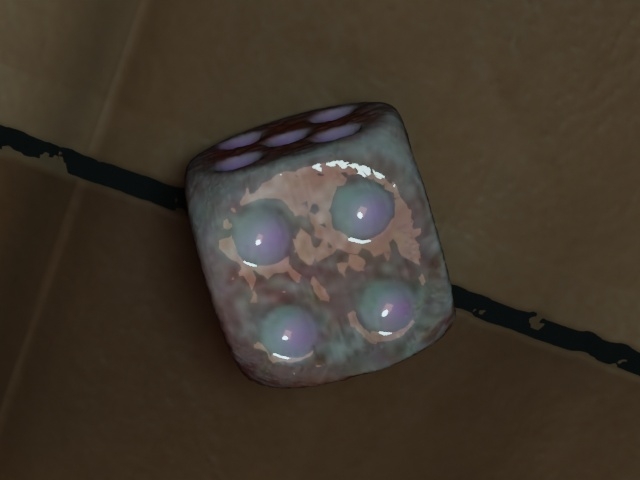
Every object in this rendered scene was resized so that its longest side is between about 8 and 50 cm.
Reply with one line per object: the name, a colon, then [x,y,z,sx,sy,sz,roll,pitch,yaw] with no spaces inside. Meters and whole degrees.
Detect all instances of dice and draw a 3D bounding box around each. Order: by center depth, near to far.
dice: [0.000,0.000,0.611,0.091,0.094,0.093,-16,107,3]
